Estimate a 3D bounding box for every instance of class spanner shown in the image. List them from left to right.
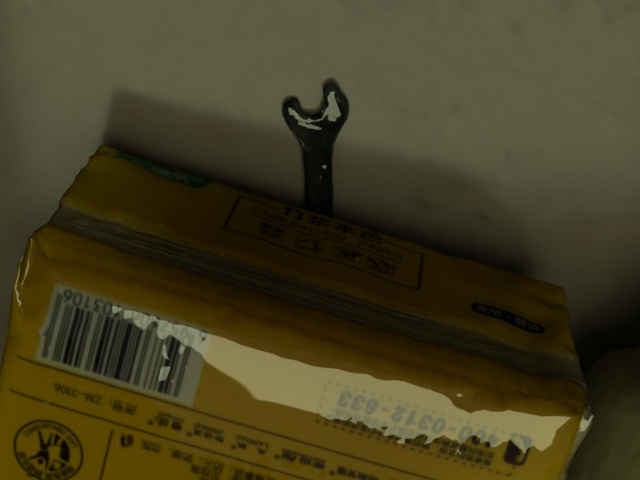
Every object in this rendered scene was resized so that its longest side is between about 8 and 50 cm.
[{"bbox_3d":[0.000,0.000,0.968,0.054,0.015,0.254,-1,110,1],"label":"spanner"}]

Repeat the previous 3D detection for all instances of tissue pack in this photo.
[{"bbox_3d":[-0.033,0.136,0.891,0.382,0.228,0.293,17,111,1],"label":"tissue pack"}]

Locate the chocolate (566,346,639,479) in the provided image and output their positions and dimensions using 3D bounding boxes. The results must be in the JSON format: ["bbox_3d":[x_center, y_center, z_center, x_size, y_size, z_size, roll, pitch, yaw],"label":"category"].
[{"bbox_3d":[0.322,0.218,0.909,0.326,0.314,0.297,24,98,-21],"label":"chocolate"}]
